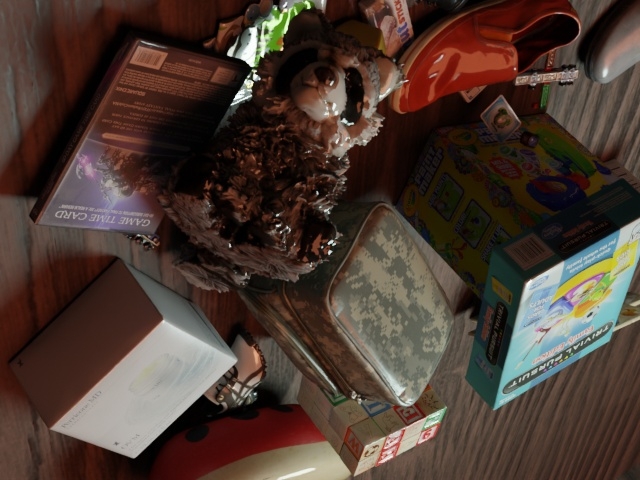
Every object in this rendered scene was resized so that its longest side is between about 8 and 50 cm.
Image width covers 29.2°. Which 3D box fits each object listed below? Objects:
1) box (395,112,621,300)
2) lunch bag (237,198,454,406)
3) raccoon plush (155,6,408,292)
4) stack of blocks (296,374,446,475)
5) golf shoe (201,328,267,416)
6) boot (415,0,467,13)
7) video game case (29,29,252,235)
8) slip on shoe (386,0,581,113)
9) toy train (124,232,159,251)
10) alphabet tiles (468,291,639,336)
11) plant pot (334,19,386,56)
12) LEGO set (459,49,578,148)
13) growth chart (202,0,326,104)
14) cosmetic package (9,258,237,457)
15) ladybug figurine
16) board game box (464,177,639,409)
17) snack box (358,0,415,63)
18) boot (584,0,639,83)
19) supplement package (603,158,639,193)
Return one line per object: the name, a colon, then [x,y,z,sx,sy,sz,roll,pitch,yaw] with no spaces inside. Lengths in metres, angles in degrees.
box: [0.335,-0.049,2.029,0.290,0.279,0.177,-12,138,-40]
lunch bag: [0.020,0.095,1.835,0.305,0.256,0.212,53,56,-36]
raccoon plush: [-0.079,-0.120,1.618,0.216,0.446,0.299,35,69,-20]
stack of blocks: [0.047,0.224,2.040,0.171,0.297,0.087,-20,145,-29]
golf shoe: [-0.149,0.231,2.052,0.094,0.077,0.198,-20,142,-31]
boot: [0.183,-0.368,1.694,0.121,0.045,0.099,-49,149,20]
video game case: [-0.223,-0.124,1.533,0.196,0.026,0.274,6,125,-50]
slip on shoe: [0.239,-0.274,1.782,0.331,0.101,0.123,-28,144,-18]
toy train: [-0.262,-0.026,1.658,0.036,0.027,0.158,-51,148,-4]
alphabet tiles: [0.479,0.152,2.470,0.343,0.285,0.011,-19,108,-31]
plant pot: [0.047,-0.248,1.658,0.083,0.081,0.081,-64,162,-16]
LEGO set: [0.308,-0.258,1.945,0.182,0.060,0.244,-45,129,-2]
growth chart: [-0.087,-0.238,1.587,0.237,0.021,0.172,-29,146,-20]
cosmetic package: [-0.281,0.177,1.784,0.224,0.138,0.225,-44,147,4]
ladybug figurine: [-0.127,0.389,2.143,0.305,0.162,0.449,-30,163,38]
board game box: [0.362,0.089,1.886,0.254,0.079,0.336,-27,146,-22]
snack box: [0.098,-0.288,1.722,0.064,0.022,0.178,-38,149,-9]
boot: [0.619,-0.342,2.024,0.338,0.222,0.118,-43,149,3]
supplement package: [0.515,0.002,2.416,0.204,0.145,0.262,-19,143,-32]
